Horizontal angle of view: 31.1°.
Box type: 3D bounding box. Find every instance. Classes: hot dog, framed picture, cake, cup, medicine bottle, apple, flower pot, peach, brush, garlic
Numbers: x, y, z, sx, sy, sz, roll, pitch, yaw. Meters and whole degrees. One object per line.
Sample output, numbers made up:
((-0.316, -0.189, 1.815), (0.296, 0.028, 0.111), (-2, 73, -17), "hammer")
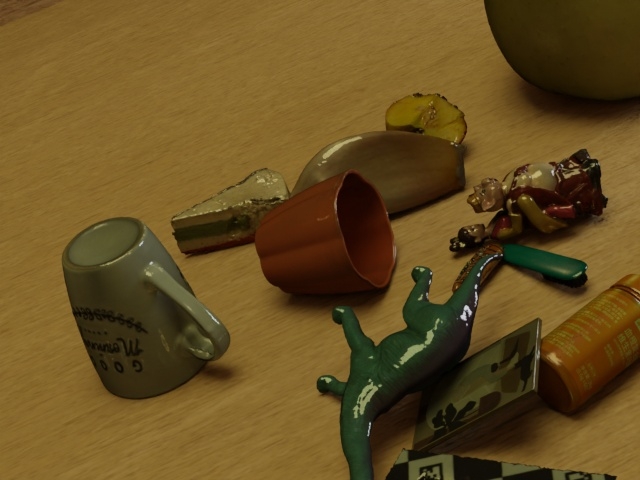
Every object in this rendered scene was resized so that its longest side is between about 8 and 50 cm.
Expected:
((0.233, 0.043, 1.727), (0.049, 0.037, 0.122), (-17, 22, 50), "hot dog")
((0.198, 0.188, 1.470), (0.201, 0.010, 0.136), (-35, 22, 32), "framed picture")
((-0.145, -0.055, 2.021), (0.220, 0.086, 0.117), (-12, 34, 10), "cake")
((-0.253, 0.098, 1.719), (0.258, 0.234, 0.186), (9, 42, 33), "cup")
((0.358, 0.131, 1.484), (0.192, 0.096, 0.096), (-32, 35, -22), "medicine bottle")
((0.506, -0.483, 2.035), (0.474, 0.473, 0.473), (-13, 33, 9), "apple")
((0.000, 0.000, 1.795), (0.173, 0.190, 0.190), (-14, 31, 26), "flower pot")
((0.176, -0.196, 2.044), (0.151, 0.118, 0.151), (8, 57, -12), "peach")
((0.326, 0.037, 1.707), (0.043, 0.032, 0.193), (-38, 25, -19), "brush")
((0.093, -0.111, 1.943), (0.318, 0.143, 0.112), (-13, 2, 2), "garlic")

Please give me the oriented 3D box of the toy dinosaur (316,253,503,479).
((0.139, 0.170, 1.477), (0.383, 0.129, 0.331), (-32, 26, -4), "toy dinosaur")

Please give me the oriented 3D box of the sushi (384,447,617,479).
((0.160, 0.367, 1.264), (0.292, 0.059, 0.294), (2, 39, 37), "sushi")

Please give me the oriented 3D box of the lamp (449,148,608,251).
((0.312, -0.062, 1.781), (0.253, 0.118, 0.118), (-14, 33, 5), "lamp")
